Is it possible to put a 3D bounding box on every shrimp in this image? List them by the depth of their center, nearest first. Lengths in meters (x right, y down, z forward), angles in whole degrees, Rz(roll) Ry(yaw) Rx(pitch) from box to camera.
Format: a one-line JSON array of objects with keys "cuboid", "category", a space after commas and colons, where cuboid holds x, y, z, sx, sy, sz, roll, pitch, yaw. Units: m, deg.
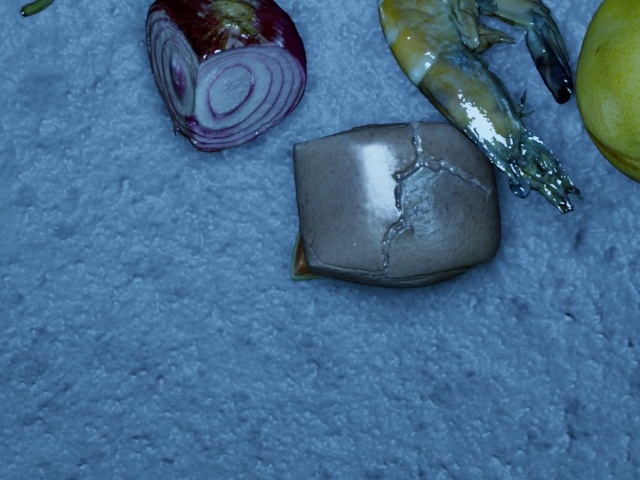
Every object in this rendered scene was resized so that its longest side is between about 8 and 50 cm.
[{"cuboid": [0.257, -0.229, 1.843, 0.272, 0.085, 0.445, -18, 67, -26], "category": "shrimp"}]

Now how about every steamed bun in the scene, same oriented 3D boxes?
[{"cuboid": [0.120, -0.060, 1.869, 0.301, 0.199, 0.252, -5, 82, -11], "category": "steamed bun"}]

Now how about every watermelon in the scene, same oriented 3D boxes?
[{"cuboid": [0.000, 0.000, 1.968, 0.125, 0.094, 0.135, -8, 105, 19], "category": "watermelon"}]

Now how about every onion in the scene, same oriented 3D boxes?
[{"cuboid": [-0.132, -0.274, 1.881, 0.206, 0.216, 0.207, -16, 60, -25], "category": "onion"}]

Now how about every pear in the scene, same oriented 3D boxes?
[{"cuboid": [0.501, -0.215, 1.811, 0.314, 0.314, 0.314, 0, 100, 2], "category": "pear"}]

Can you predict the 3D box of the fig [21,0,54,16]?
[{"cuboid": [-0.374, -0.420, 1.903, 0.149, 0.149, 0.245, 26, 115, -2], "category": "fig"}]
